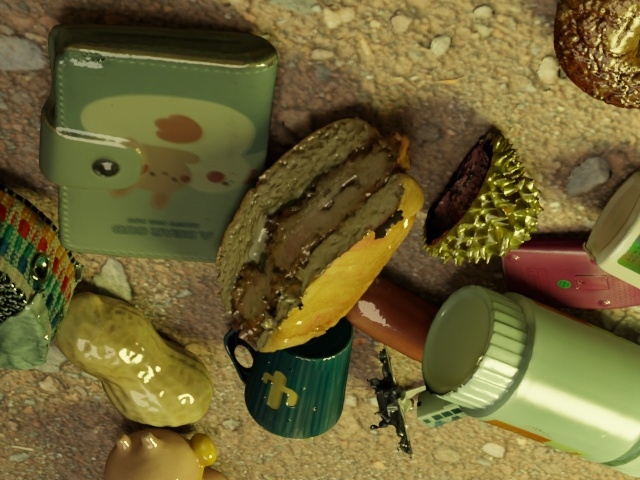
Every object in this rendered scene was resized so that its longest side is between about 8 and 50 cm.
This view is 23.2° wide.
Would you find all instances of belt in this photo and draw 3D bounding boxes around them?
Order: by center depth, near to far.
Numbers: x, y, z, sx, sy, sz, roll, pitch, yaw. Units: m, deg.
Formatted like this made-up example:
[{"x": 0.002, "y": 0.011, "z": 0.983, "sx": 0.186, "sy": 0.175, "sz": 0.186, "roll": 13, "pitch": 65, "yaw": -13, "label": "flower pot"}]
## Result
[{"x": -0.407, "y": 0.042, "z": 1.867, "sx": 0.207, "sy": 0.150, "sz": 0.257, "roll": 1, "pitch": 141, "yaw": 20, "label": "belt"}]

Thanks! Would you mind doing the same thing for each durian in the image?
[{"x": 0.190, "y": -0.022, "z": 1.705, "sx": 0.108, "sy": 0.119, "sz": 0.186, "roll": 23, "pitch": 138, "yaw": -12, "label": "durian"}]

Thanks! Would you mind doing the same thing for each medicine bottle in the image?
[{"x": 0.412, "y": 0.016, "z": 1.729, "sx": 0.219, "sy": 0.078, "sz": 0.115, "roll": 25, "pitch": 106, "yaw": -20, "label": "medicine bottle"}, {"x": 0.285, "y": 0.168, "z": 1.873, "sx": 0.318, "sy": 0.158, "sz": 0.158, "roll": 23, "pitch": 140, "yaw": -27, "label": "medicine bottle"}]

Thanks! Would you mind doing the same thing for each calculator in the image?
[{"x": 0.309, "y": 0.039, "z": 1.830, "sx": 0.191, "sy": 0.034, "sz": 0.126, "roll": -3, "pitch": 142, "yaw": 16, "label": "calculator"}]

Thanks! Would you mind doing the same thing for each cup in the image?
[{"x": -0.040, "y": 0.145, "z": 1.968, "sx": 0.176, "sy": 0.131, "sz": 0.155, "roll": 30, "pitch": 139, "yaw": 14, "label": "cup"}]

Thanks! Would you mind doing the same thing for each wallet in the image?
[{"x": -0.183, "y": -0.100, "z": 1.713, "sx": 0.252, "sy": 0.083, "sz": 0.360, "roll": 5, "pitch": 141, "yaw": -4, "label": "wallet"}]

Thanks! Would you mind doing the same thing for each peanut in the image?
[{"x": -0.246, "y": 0.158, "z": 2.012, "sx": 0.124, "sy": 0.123, "sz": 0.257, "roll": -24, "pitch": 132, "yaw": 34, "label": "peanut"}]

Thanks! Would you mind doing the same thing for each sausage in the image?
[{"x": 0.104, "y": 0.100, "z": 1.911, "sx": 0.194, "sy": 0.077, "sz": 0.077, "roll": 30, "pitch": 137, "yaw": -24, "label": "sausage"}]

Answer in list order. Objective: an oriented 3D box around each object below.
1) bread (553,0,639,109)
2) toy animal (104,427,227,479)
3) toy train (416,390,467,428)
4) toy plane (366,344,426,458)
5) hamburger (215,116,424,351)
[{"x": 0.317, "y": -0.198, "z": 1.508, "sx": 0.193, "sy": 0.064, "sz": 0.193, "roll": 3, "pitch": 139, "yaw": 3, "label": "bread"}, {"x": -0.217, "y": 0.355, "z": 2.241, "sx": 0.165, "sy": 0.149, "sz": 0.248, "roll": 1, "pitch": 132, "yaw": 33, "label": "toy animal"}, {"x": 0.219, "y": 0.195, "z": 2.030, "sx": 0.207, "sy": 0.043, "sz": 0.047, "roll": -22, "pitch": 133, "yaw": 33, "label": "toy train"}, {"x": 0.094, "y": 0.210, "z": 2.012, "sx": 0.082, "sy": 0.160, "sz": 0.234, "roll": -11, "pitch": 166, "yaw": -11, "label": "toy plane"}, {"x": 0.000, "y": 0.000, "z": 1.725, "sx": 0.282, "sy": 0.155, "sz": 0.245, "roll": -34, "pitch": 157, "yaw": 3, "label": "hamburger"}]
